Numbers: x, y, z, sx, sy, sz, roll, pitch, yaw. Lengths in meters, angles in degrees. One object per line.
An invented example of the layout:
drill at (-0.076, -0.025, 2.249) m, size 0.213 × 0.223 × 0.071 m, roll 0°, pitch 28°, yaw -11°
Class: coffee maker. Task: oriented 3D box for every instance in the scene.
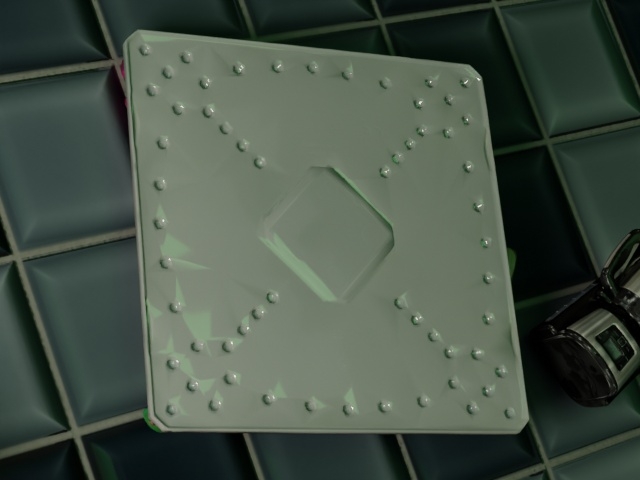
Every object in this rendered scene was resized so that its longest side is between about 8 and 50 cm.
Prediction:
coffee maker at (0.318, 0.089, 1.931) m, size 0.178 × 0.171 × 0.120 m, roll -37°, pitch 71°, yaw -17°

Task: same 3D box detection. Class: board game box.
board game box at (0.000, 0.000, 1.782) m, size 0.390 × 0.050 × 0.389 m, roll 3°, pitch 70°, yaw -25°

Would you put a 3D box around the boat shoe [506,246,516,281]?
boat shoe at (0.165, 0.064, 1.894) m, size 0.045 × 0.050 × 0.135 m, roll 20°, pitch 59°, yaw -11°
